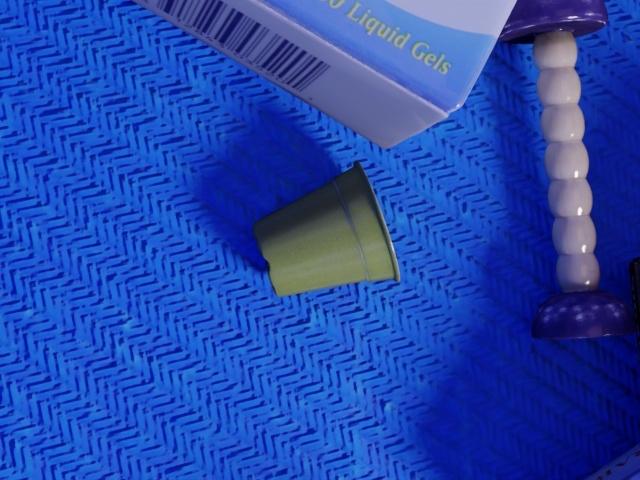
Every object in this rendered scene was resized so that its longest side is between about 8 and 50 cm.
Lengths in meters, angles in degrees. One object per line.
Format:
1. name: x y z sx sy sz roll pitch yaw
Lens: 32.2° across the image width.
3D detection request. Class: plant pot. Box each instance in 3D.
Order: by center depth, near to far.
1. plant pot: 0.000 0.000 0.713 0.079 0.083 0.083 -19 91 -2

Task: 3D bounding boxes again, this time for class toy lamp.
1. toy lamp: 0.164 -0.072 0.756 0.080 0.080 0.274 -3 88 -15

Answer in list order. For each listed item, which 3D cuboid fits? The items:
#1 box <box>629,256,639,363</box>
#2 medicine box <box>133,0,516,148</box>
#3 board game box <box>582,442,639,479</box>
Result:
1. box: 0.373 0.141 0.741 0.296 0.073 0.293 -6 87 11
2. medicine box: 0.014 -0.251 0.692 0.263 0.149 0.289 29 80 -11
3. board game box: 0.344 0.225 0.674 0.319 0.066 0.318 -36 85 8
